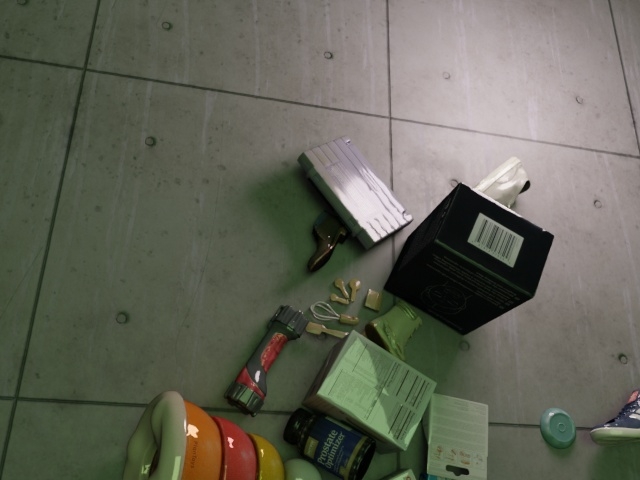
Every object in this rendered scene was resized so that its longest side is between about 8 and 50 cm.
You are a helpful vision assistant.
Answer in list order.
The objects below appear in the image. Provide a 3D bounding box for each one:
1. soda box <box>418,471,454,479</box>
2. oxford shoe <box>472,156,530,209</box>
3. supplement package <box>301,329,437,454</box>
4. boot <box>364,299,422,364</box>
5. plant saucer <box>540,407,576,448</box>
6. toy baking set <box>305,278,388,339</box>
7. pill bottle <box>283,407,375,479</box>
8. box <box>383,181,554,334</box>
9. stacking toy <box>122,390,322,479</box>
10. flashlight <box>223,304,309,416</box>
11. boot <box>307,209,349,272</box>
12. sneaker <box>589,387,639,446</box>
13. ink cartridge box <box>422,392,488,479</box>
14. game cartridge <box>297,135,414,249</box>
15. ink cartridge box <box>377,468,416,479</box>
[{"bbox_3d":[0.368,0.688,1.660,0.210,0.067,0.071,20,65,-6],"label":"soda box"},{"bbox_3d":[0.531,-0.120,1.988,0.449,0.169,0.130,-35,82,-29],"label":"oxford shoe"},{"bbox_3d":[0.124,0.407,1.640,0.262,0.199,0.198,32,65,0],"label":"supplement package"},{"bbox_3d":[0.238,0.294,1.784,0.165,0.077,0.213,-32,93,-36],"label":"boot"},{"bbox_3d":[0.708,0.554,1.829,0.119,0.021,0.120,5,67,-13],"label":"plant saucer"},{"bbox_3d":[0.079,0.220,1.803,0.196,0.030,0.256,40,58,10],"label":"toy baking set"},{"bbox_3d":[0.020,0.519,1.580,0.219,0.123,0.123,21,61,23],"label":"pill bottle"},{"bbox_3d":[0.403,0.066,1.744,0.293,0.395,0.212,30,63,-2],"label":"box"},{"bbox_3d":[-0.207,0.572,1.472,0.479,0.350,0.351,19,63,-25],"label":"stacking toy"},{"bbox_3d":[-0.136,0.320,1.667,0.103,0.103,0.304,47,61,-22],"label":"flashlight"},{"bbox_3d":[0.000,0.000,1.853,0.106,0.082,0.219,34,54,12],"label":"boot"},{"bbox_3d":[0.942,0.522,1.854,0.349,0.131,0.148,0,61,-20],"label":"sneaker"},{"bbox_3d":[0.373,0.551,1.716,0.180,0.056,0.225,15,61,-9],"label":"ink cartridge box"},{"bbox_3d":[0.107,-0.152,1.910,0.230,0.068,0.355,-29,77,-39],"label":"game cartridge"},{"bbox_3d":[0.169,0.700,1.594,0.203,0.086,0.148,-20,74,-20],"label":"ink cartridge box"}]
